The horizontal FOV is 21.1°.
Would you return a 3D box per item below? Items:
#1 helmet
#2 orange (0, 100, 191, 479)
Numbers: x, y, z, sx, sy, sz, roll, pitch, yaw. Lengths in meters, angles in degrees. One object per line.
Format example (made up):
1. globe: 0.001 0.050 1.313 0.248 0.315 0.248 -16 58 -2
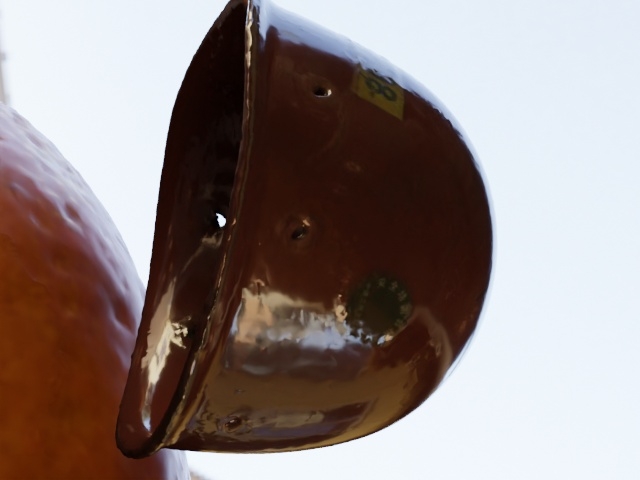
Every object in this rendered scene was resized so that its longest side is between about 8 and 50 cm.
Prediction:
1. helmet: 0.000 0.000 0.563 0.175 0.106 0.155 -121 -133 -68
2. orange: -0.222 0.134 0.691 0.424 0.326 0.424 178 -90 -77
